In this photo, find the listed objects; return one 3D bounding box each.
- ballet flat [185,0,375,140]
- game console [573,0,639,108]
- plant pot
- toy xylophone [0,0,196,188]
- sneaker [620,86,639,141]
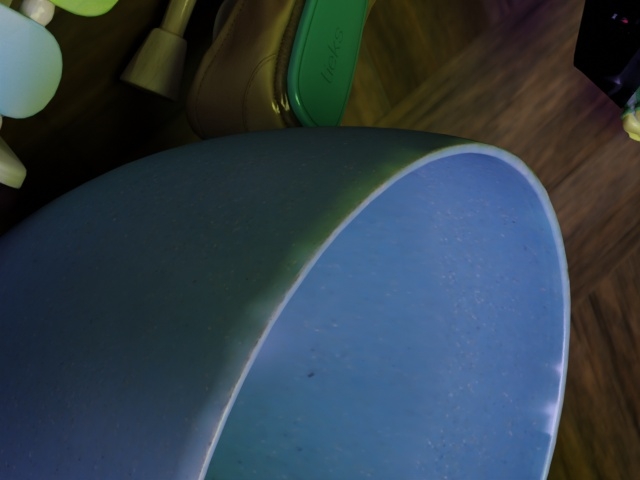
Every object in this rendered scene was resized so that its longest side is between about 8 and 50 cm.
[{"bbox_3d":[-0.004,-0.138,0.855,0.080,0.073,0.232,51,49,-39],"label":"ballet flat"},{"bbox_3d":[0.199,-0.222,0.855,0.044,0.361,0.213,19,67,-3],"label":"game console"},{"bbox_3d":[-0.050,0.079,0.771,0.290,0.195,0.290,-33,131,-47],"label":"plant pot"},{"bbox_3d":[-0.096,-0.178,0.759,0.236,0.081,0.323,15,96,-44],"label":"toy xylophone"},{"bbox_3d":[0.277,-0.147,1.099,0.295,0.109,0.123,-33,102,-26],"label":"sneaker"}]
